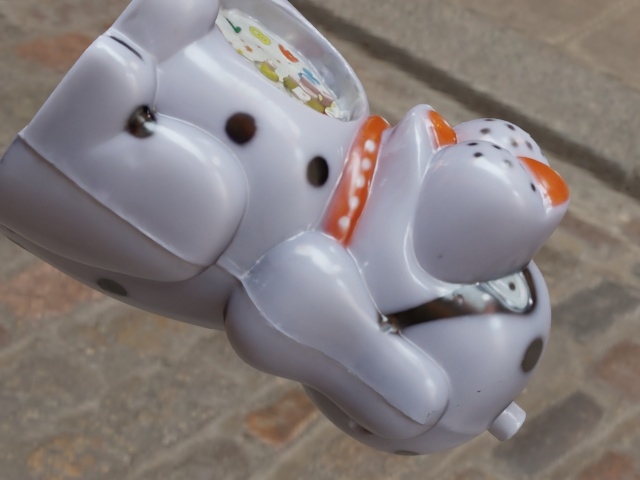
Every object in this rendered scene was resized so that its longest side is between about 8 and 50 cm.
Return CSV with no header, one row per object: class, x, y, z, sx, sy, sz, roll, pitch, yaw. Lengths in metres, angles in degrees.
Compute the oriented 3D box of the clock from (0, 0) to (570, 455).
clock,-0.001,-0.003,0.673,0.254,0.189,0.189,36,37,-1
